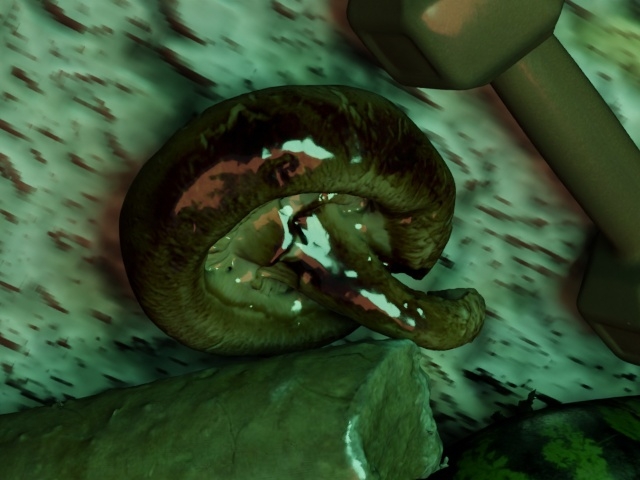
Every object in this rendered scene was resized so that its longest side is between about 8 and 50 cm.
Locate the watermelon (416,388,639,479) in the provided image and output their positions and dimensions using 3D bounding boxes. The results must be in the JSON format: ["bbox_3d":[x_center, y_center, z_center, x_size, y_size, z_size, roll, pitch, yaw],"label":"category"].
[{"bbox_3d":[0.139,0.194,0.680,0.269,0.269,0.269,-3,118,-6],"label":"watermelon"}]

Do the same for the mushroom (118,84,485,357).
[{"bbox_3d":[0.000,-0.001,0.654,0.170,0.080,0.135,28,124,-26],"label":"mushroom"}]

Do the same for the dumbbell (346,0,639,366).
[{"bbox_3d":[0.105,-0.043,0.643,0.082,0.092,0.231,-50,116,-16],"label":"dumbbell"}]

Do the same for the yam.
[{"bbox_3d":[-0.077,0.105,0.654,0.259,0.093,0.093,-13,120,19],"label":"yam"}]
